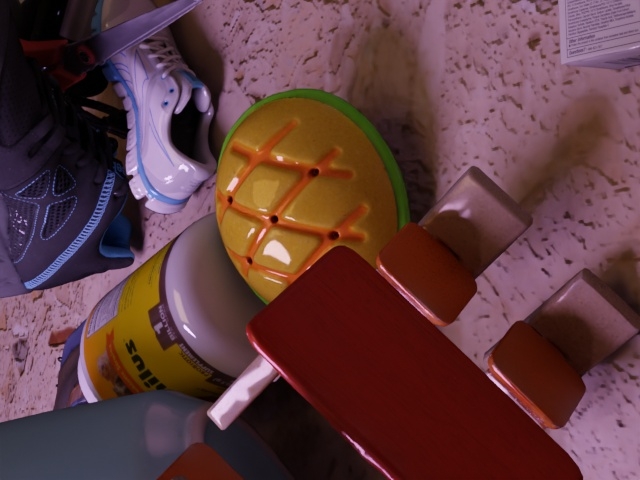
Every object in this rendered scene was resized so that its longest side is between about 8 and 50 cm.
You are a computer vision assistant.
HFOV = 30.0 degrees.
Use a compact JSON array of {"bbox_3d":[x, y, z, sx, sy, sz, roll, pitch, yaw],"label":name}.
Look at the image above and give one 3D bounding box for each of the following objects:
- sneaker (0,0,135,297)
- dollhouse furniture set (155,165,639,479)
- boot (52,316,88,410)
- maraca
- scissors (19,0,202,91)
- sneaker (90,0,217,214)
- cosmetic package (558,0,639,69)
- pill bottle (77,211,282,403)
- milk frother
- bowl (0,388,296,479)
[{"bbox_3d":[-0.221,-0.079,0.923,0.341,0.139,0.125,96,166,-58],"label":"sneaker"},{"bbox_3d":[0.080,0.107,0.496,0.259,0.262,0.135,43,132,3],"label":"dollhouse furniture set"},{"bbox_3d":[-0.205,0.150,1.073,0.219,0.082,0.106,127,153,-48],"label":"boot"},{"bbox_3d":[0.000,0.000,0.722,0.127,0.099,0.186,-18,91,31],"label":"maraca"},{"bbox_3d":[-0.185,-0.134,0.929,0.297,0.021,0.109,2,124,35],"label":"scissors"},{"bbox_3d":[-0.119,-0.123,0.930,0.083,0.071,0.191,-27,77,46],"label":"sneaker"},{"bbox_3d":[0.143,-0.141,0.553,0.060,0.041,0.115,-1,90,56],"label":"cosmetic package"},{"bbox_3d":[-0.095,0.067,0.845,0.215,0.117,0.117,-34,63,52],"label":"pill bottle"},{"bbox_3d":[-0.188,-0.175,1.012,0.143,0.129,0.135,29,125,3],"label":"milk frother"},{"bbox_3d":[-0.090,0.217,0.732,0.163,0.311,0.311,-32,57,8],"label":"bowl"}]
